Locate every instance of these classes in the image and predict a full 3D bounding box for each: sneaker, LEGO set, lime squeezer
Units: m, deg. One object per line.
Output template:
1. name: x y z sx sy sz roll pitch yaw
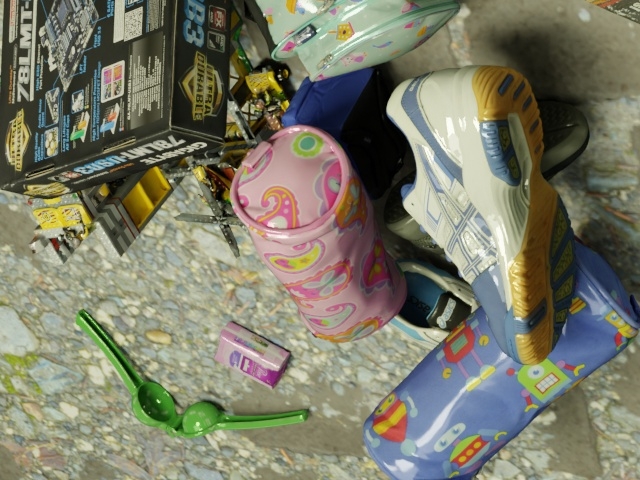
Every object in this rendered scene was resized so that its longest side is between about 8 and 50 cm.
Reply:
1. sneaker: 0.146 -0.025 1.820 0.131 0.112 0.296 2 117 33
2. LEGO set: -0.200 -0.099 2.028 0.331 0.192 0.255 2 129 32
3. lime squeezer: -0.160 0.187 2.394 0.310 0.059 0.110 23 108 16
4. sneaker: 0.157 0.092 2.044 0.237 0.085 0.086 26 -178 13
5. sneaker: 0.184 -0.047 1.914 0.227 0.087 0.130 -34 130 30

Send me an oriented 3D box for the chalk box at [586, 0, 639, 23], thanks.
1. chalk box: 0.283 -0.278 1.512 0.289 0.179 0.180 17 147 -33

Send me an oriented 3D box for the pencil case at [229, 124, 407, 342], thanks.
1. pencil case: 0.000 0.000 1.915 0.124 0.124 0.284 17 162 20

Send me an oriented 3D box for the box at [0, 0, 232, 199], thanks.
1. box: -0.194 -0.207 1.851 0.073 0.295 0.293 11 163 -38

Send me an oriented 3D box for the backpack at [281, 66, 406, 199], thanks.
1. backpack: 0.027 -0.105 1.951 0.101 0.098 0.120 12 148 37

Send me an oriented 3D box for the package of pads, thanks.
1. package of pads: -0.080 0.132 2.291 0.083 0.032 0.050 27 141 9

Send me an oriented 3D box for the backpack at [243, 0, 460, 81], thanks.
1. backpack: 0.043 -0.233 1.753 0.188 0.166 0.144 -42 75 38

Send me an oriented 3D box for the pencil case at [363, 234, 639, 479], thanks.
1. pencil case: 0.181 0.133 1.957 0.133 0.119 0.306 39 108 -20
